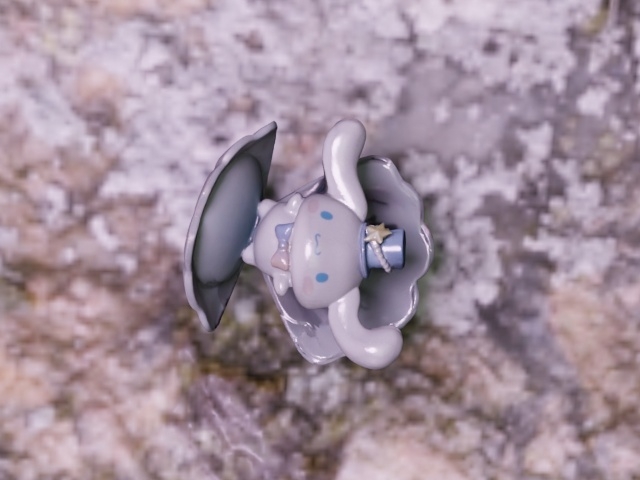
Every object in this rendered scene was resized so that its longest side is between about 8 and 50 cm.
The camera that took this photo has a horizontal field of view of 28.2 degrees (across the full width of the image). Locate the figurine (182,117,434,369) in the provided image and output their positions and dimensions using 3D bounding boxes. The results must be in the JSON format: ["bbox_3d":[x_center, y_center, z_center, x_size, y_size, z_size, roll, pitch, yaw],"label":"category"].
[{"bbox_3d":[0.000,0.000,0.479,0.086,0.082,0.094,19,93,8],"label":"figurine"}]
